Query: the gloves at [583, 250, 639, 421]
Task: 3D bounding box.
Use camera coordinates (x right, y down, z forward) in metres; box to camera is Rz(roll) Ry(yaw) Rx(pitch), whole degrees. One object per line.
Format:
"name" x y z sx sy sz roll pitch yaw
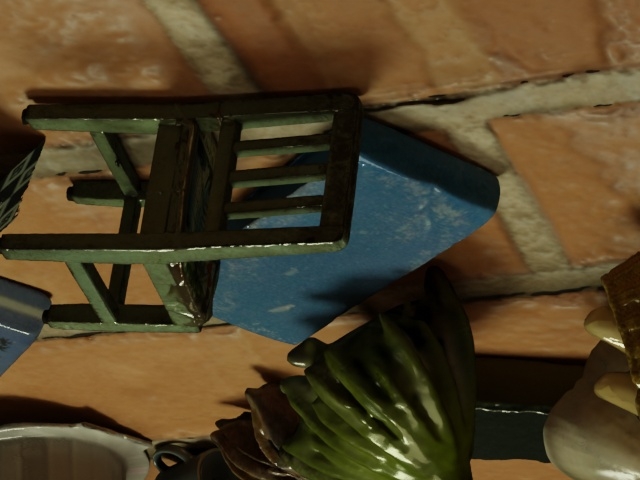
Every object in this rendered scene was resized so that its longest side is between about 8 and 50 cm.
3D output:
"gloves" 0.363 0.063 1.496 0.356 0.203 0.155 -18 118 28

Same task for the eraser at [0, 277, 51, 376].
"eraser" -0.329 0.096 1.873 0.082 0.036 0.225 22 148 -20

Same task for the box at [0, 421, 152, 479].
"box" -0.305 0.337 2.075 0.262 0.206 0.291 -1 150 -7

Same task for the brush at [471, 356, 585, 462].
"brush" 0.186 0.162 1.845 0.197 0.059 0.123 2 151 9

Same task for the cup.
"cup" -0.130 0.251 2.069 0.100 0.078 0.077 49 133 -7

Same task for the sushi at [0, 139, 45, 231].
"sushi" -0.300 -0.002 1.577 0.031 0.201 0.139 39 143 4

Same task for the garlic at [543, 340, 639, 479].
"garlic" 0.326 0.141 1.680 0.281 0.184 0.203 -16 175 2

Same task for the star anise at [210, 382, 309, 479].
"star anise" 0.004 0.212 1.945 0.236 0.093 0.229 27 138 -26

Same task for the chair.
"chair" -0.093 -0.018 1.523 0.270 0.136 0.147 -1 150 12

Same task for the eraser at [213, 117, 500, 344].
"eraser" 0.000 0.000 1.624 0.144 0.042 0.312 23 147 -25

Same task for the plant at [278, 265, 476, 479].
"plant" 0.125 0.186 1.678 0.333 0.180 0.251 38 152 20
